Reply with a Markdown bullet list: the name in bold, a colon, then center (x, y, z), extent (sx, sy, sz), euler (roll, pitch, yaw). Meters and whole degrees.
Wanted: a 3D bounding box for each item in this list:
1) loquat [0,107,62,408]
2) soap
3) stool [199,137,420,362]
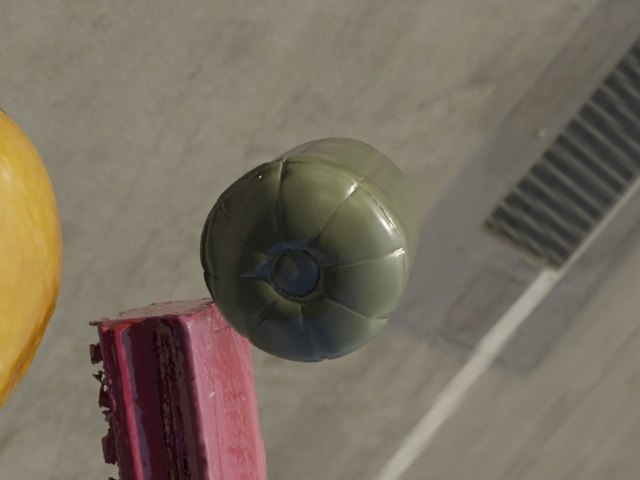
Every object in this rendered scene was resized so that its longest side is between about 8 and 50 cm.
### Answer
- **loquat**: center (-0.334, 0.016, 1.130), extent (0.328, 0.328, 0.328), euler (-37, 155, -21)
- **soap**: center (-0.112, 0.176, 1.419), extent (0.162, 0.099, 0.250), euler (-25, 108, -75)
- **stool**: center (0.000, 0.000, 0.796), extent (0.096, 0.096, 0.110), euler (-56, 177, 20)
